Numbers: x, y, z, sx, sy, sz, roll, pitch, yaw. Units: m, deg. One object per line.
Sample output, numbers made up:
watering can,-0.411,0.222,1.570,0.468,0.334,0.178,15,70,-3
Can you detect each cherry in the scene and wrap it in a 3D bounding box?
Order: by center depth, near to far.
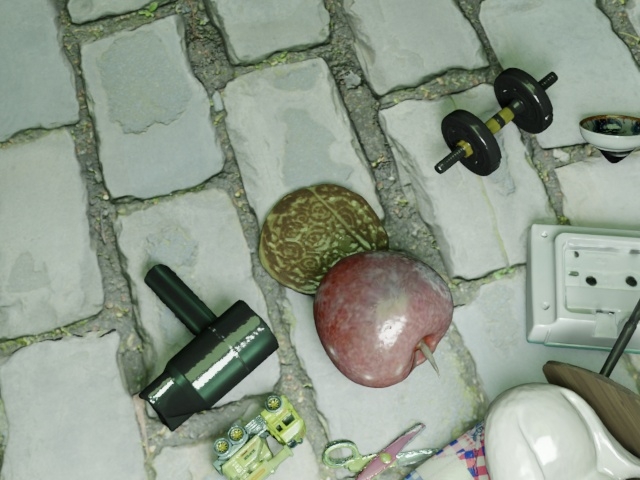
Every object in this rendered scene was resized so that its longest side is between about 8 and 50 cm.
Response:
cherry,0.112,0.134,1.646,0.236,0.213,0.285,-31,55,-21

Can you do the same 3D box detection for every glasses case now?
glasses case,0.280,0.371,1.586,0.327,0.076,0.125,-32,68,-13

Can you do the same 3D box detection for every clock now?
clock,0.505,0.075,1.707,0.262,0.116,0.231,5,62,5

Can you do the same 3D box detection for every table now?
table,0.573,0.231,1.486,0.249,0.317,0.317,-41,67,-16

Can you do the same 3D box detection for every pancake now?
pancake,0.000,0.000,1.821,0.249,0.031,0.250,-1,62,2

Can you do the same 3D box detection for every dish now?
dish,0.574,-0.190,1.869,0.141,0.078,0.141,-1,25,1

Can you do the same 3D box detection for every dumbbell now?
dumbbell,0.344,-0.230,1.857,0.325,0.143,0.143,-38,67,-15

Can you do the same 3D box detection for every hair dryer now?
hair dryer,-0.258,0.171,1.722,0.244,0.116,0.302,-39,56,-16

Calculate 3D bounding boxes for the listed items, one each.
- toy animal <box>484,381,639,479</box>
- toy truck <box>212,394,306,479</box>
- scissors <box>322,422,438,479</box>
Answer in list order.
toy animal,0.358,0.338,1.448,0.271,0.206,0.265,-16,65,-23
toy truck,-0.097,0.350,1.621,0.169,0.077,0.100,-38,64,-16
scissors,0.106,0.374,1.628,0.187,0.020,0.134,-23,59,-7
